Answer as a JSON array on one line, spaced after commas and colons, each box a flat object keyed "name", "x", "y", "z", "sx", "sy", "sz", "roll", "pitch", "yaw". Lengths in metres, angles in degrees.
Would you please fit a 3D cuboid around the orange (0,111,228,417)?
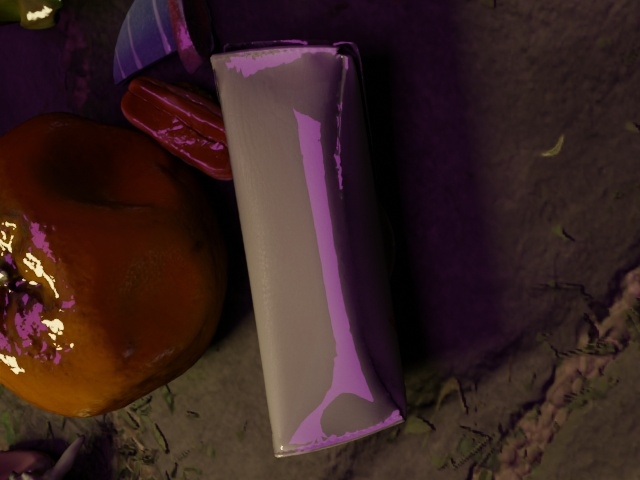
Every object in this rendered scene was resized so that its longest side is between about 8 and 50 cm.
[{"name": "orange", "x": -0.205, "y": 0.026, "z": 1.401, "sx": 0.249, "sy": 0.183, "sz": 0.249, "roll": 4, "pitch": 96, "yaw": 39}]

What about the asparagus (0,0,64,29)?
[{"name": "asparagus", "x": -0.316, "y": -0.220, "z": 1.534, "sx": 0.343, "sy": 0.085, "sz": 0.082, "roll": 3, "pitch": 111, "yaw": 42}]

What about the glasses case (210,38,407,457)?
[{"name": "glasses case", "x": 0.002, "y": 0.000, "z": 1.289, "sx": 0.128, "sy": 0.083, "sz": 0.308, "roll": -8, "pitch": 89, "yaw": 35}]

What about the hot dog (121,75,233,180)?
[{"name": "hot dog", "x": -0.103, "y": -0.093, "z": 1.392, "sx": 0.133, "sy": 0.041, "sz": 0.056, "roll": 33, "pitch": 101, "yaw": 21}]

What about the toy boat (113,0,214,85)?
[{"name": "toy boat", "x": -0.141, "y": -0.168, "z": 1.422, "sx": 0.122, "sy": 0.034, "sz": 0.096, "roll": -19, "pitch": 77, "yaw": 42}]

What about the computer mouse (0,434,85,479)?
[{"name": "computer mouse", "x": -0.314, "y": 0.318, "z": 1.578, "sx": 0.389, "sy": 0.115, "sz": 0.199, "roll": -50, "pitch": 47, "yaw": 11}]
